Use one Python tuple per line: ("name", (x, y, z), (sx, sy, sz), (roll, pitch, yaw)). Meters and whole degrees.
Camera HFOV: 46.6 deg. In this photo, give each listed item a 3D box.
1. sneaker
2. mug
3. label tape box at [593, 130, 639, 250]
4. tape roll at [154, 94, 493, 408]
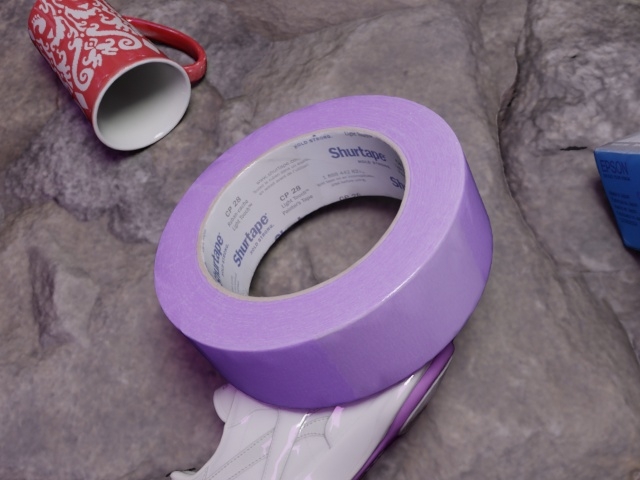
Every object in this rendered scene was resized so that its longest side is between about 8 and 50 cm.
("sneaker", (-0.001, 0.132, 0.626), (0.152, 0.114, 0.305), (38, 80, 19))
("mug", (-0.221, -0.192, 0.808), (0.169, 0.150, 0.113), (46, 119, 25))
("label tape box", (0.422, -0.083, 0.564), (0.334, 0.240, 0.105), (-22, 99, 0))
("tape roll", (0.000, 0.000, 0.630), (0.275, 0.090, 0.274), (-17, 43, 16))
